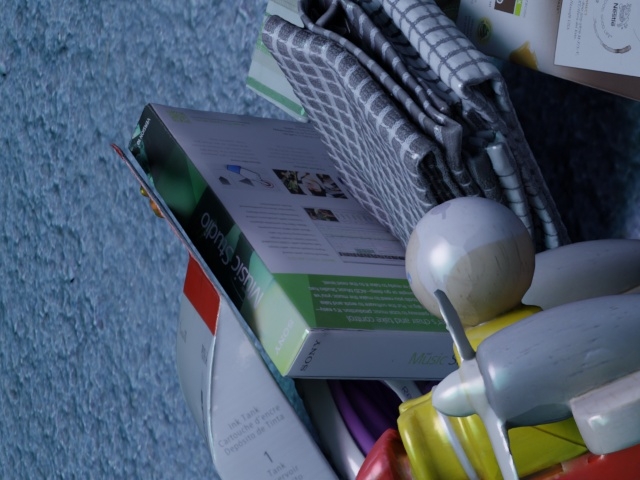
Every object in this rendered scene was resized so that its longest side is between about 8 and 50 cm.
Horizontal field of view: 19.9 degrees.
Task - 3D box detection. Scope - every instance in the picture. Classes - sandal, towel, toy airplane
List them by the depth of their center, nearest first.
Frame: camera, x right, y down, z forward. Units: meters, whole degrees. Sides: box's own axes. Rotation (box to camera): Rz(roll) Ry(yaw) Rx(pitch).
[{"bbox_3d":[0.179,0.067,1.195,0.272,0.384,0.386,48,145,1],"label":"toy airplane"},{"bbox_3d":[0.082,-0.067,1.439,0.121,0.284,0.235,-33,47,-3],"label":"towel"},{"bbox_3d":[0.056,0.120,1.570,0.102,0.169,0.416,-43,52,18],"label":"sandal"},{"bbox_3d":[-0.019,-0.203,1.795,0.113,0.023,0.152,35,114,47],"label":"towel"}]

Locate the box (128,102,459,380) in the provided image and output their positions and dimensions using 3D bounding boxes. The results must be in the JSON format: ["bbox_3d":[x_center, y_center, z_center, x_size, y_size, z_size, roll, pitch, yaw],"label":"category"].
[{"bbox_3d":[0.000,0.000,1.573,0.322,0.232,0.058,52,126,43],"label":"box"}]

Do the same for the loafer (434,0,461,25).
[{"bbox_3d":[0.130,-0.236,1.530,0.268,0.092,0.102,-31,61,32],"label":"loafer"}]

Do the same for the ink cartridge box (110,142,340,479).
[{"bbox_3d":[-0.101,0.102,1.576,0.385,0.091,0.308,57,176,-9],"label":"ink cartridge box"}]

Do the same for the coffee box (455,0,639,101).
[{"bbox_3d":[0.232,-0.159,1.336,0.246,0.141,0.098,26,109,52],"label":"coffee box"}]
